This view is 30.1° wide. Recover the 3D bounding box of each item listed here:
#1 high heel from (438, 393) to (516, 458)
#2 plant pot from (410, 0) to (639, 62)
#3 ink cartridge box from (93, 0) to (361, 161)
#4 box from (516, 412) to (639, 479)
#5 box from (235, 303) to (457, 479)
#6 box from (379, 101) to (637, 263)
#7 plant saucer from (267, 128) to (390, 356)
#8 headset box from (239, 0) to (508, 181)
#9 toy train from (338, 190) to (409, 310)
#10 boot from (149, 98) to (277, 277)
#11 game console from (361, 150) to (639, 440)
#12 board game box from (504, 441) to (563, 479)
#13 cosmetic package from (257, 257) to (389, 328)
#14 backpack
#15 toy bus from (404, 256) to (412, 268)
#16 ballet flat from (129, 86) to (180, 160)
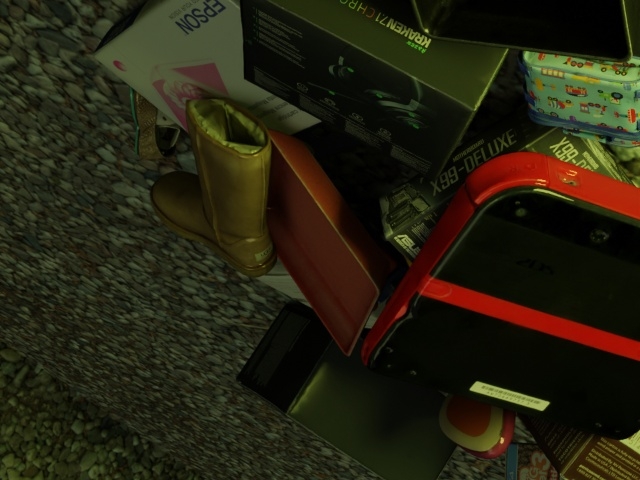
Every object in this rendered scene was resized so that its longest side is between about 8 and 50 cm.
[{"bbox_3d":[0.268,0.249,1.768,0.181,0.127,0.377,42,-165,-16],"label":"high heel"},{"bbox_3d":[0.174,-0.277,0.956,0.187,0.167,0.188,12,152,28],"label":"plant pot"},{"bbox_3d":[-0.085,-0.194,1.494,0.330,0.071,0.324,39,153,-20],"label":"ink cartridge box"},{"bbox_3d":[0.410,0.258,1.652,0.168,0.167,0.203,32,-171,-15],"label":"box"},{"bbox_3d":[0.054,0.271,2.035,0.296,0.183,0.294,36,173,-19],"label":"box"},{"bbox_3d":[0.255,0.002,1.377,0.242,0.077,0.307,-34,123,22],"label":"box"},{"bbox_3d":[0.000,0.000,1.556,0.258,0.047,0.259,55,161,15],"label":"plant saucer"},{"bbox_3d":[0.055,-0.201,1.181,0.246,0.131,0.283,28,169,4],"label":"headset box"},{"bbox_3d":[0.061,0.017,1.617,0.143,0.105,0.248,48,-175,-14],"label":"toy train"},{"bbox_3d":[-0.147,-0.094,1.580,0.236,0.089,0.270,31,151,22],"label":"boot"},{"bbox_3d":[0.283,0.076,1.361,0.386,0.060,0.342,17,130,-17],"label":"game console"},{"bbox_3d":[0.476,0.402,1.891,0.232,0.141,0.291,11,168,-36],"label":"board game box"},{"bbox_3d":[0.017,0.060,1.803,0.117,0.086,0.231,0,155,47],"label":"cosmetic package"},{"bbox_3d":[0.276,-0.154,1.156,0.158,0.117,0.173,18,156,22],"label":"backpack"},{"bbox_3d":[0.214,0.062,1.612,0.108,0.130,0.333,12,151,29],"label":"toy bus"},{"bbox_3d":[-0.232,-0.177,1.689,0.067,0.073,0.206,6,160,-3],"label":"ballet flat"}]
